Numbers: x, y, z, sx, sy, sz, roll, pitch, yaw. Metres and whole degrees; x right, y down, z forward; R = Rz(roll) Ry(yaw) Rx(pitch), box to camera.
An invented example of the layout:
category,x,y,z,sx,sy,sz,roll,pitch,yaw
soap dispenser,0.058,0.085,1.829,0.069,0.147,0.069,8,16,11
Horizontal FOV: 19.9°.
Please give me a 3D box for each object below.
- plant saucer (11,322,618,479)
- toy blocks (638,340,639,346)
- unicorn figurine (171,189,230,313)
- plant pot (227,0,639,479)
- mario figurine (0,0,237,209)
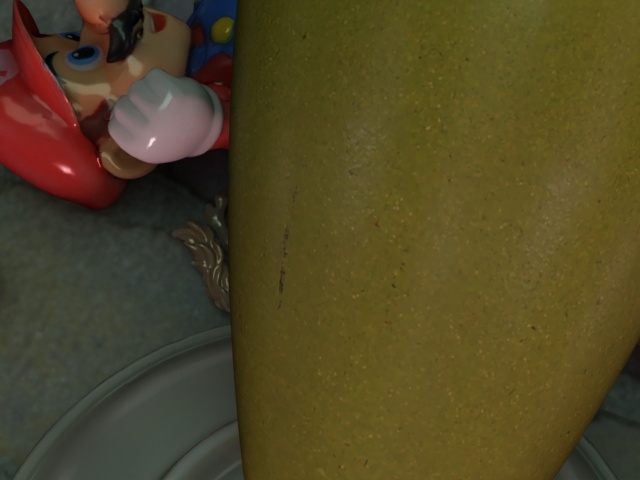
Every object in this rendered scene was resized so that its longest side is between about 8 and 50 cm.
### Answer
category,x,y,z,sx,sy,sz,roll,pitch,yaw
plant saucer,0.001,0.203,0.996,0.400,0.100,0.401,1,61,-2
toy blocks,0.251,0.057,0.974,0.260,0.288,0.309,44,67,4
unicorn figurine,0.000,0.000,1.126,0.162,0.060,0.111,-25,76,7
plant pot,0.061,-0.006,0.912,0.274,0.275,0.294,15,88,2
mario figurine,-0.060,-0.127,1.091,0.320,0.198,0.170,-14,85,-11
